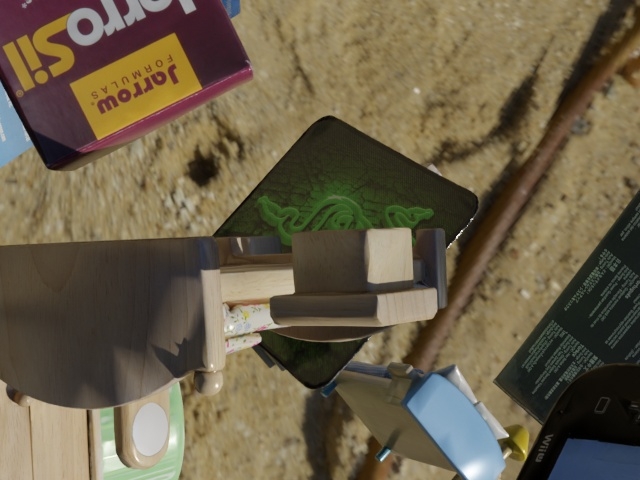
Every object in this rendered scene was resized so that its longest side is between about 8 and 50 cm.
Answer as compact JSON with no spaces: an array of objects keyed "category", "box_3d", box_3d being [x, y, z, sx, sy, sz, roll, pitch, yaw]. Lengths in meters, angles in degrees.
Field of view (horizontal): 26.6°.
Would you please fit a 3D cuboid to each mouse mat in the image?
[{"category":"mouse mat","box_3d":[0.000,0.000,0.859,0.152,0.190,0.007,-49,129,-5]}]

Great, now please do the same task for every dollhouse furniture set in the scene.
[{"category":"dollhouse furniture set","box_3d":[-0.041,0.083,0.689,0.303,0.355,0.173,-3,91,-56]},{"category":"dollhouse furniture set","box_3d":[0.082,0.100,1.468,0.198,0.286,0.303,-46,110,-21]}]

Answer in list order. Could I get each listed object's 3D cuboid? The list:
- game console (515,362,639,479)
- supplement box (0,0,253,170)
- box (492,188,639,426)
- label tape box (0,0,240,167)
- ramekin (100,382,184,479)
[{"category":"game console","box_3d":[0.067,0.202,0.581,0.044,0.213,0.361,52,59,-37]},{"category":"supplement box","box_3d":[-0.116,-0.136,0.614,0.104,0.081,0.188,-27,94,-2]},{"category":"box","box_3d":[0.315,-0.060,0.976,0.097,0.318,0.395,42,127,15]},{"category":"label tape box","box_3d":[-0.232,-0.214,1.170,0.334,0.240,0.106,-37,70,-19]},{"category":"ramekin","box_3d":[-0.286,0.204,1.647,0.148,0.303,0.303,-8,111,-31]}]
